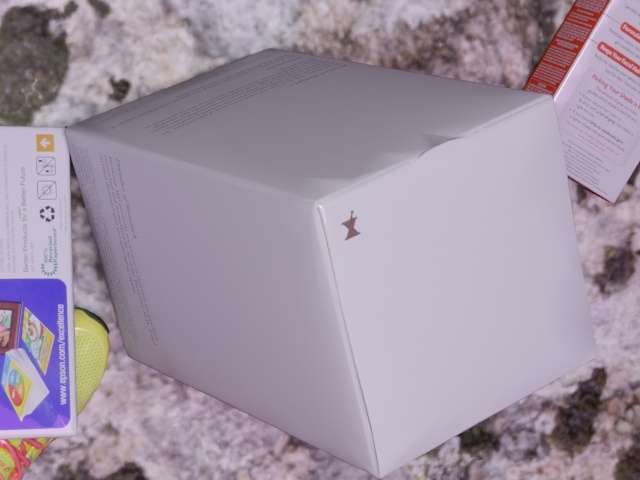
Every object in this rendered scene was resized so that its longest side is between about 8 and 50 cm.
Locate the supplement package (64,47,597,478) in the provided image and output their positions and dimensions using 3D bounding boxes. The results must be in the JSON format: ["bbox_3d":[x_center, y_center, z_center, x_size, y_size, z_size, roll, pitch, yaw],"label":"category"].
[{"bbox_3d":[0.000,0.000,1.095,0.177,0.293,0.175,-24,114,-29],"label":"supplement package"}]

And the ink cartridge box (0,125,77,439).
[{"bbox_3d":[-0.261,0.026,1.117,0.208,0.045,0.206,1,82,-22],"label":"ink cartridge box"}]

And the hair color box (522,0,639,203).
[{"bbox_3d":[0.215,-0.124,1.293,0.093,0.053,0.167,29,95,-25],"label":"hair color box"}]

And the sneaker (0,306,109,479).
[{"bbox_3d":[-0.214,0.134,1.180,0.208,0.094,0.081,-47,115,-4],"label":"sneaker"}]
